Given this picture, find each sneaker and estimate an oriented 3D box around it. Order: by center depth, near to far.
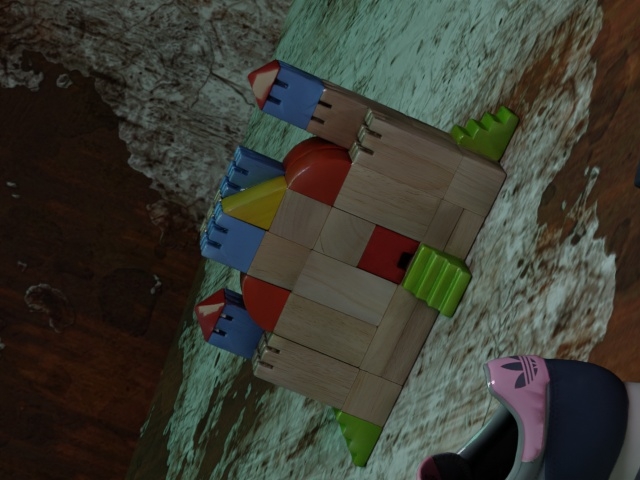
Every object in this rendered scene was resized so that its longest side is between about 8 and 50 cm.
[{"bbox_3d":[0.107,0.209,1.338,0.112,0.131,0.319,-101,34,-63],"label":"sneaker"}]

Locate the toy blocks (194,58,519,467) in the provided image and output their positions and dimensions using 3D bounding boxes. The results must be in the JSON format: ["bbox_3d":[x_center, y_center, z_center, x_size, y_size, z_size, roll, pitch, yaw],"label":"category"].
[{"bbox_3d":[0.000,0.000,1.910,0.191,0.261,0.381,-107,40,-73],"label":"toy blocks"}]

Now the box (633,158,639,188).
[{"bbox_3d":[0.288,-0.107,1.214,0.158,0.093,0.156,-41,29,64],"label":"box"}]
